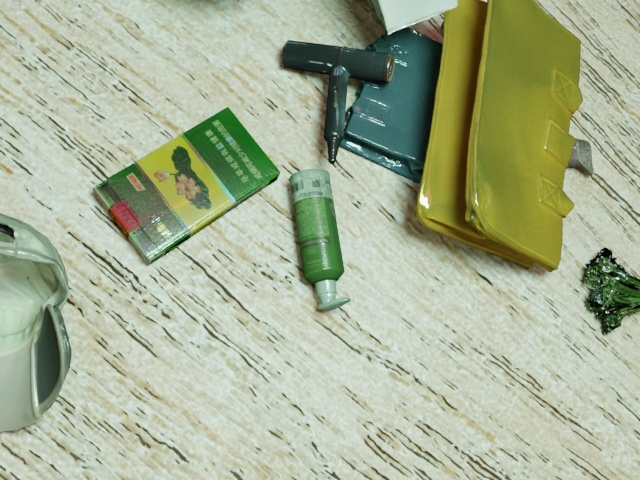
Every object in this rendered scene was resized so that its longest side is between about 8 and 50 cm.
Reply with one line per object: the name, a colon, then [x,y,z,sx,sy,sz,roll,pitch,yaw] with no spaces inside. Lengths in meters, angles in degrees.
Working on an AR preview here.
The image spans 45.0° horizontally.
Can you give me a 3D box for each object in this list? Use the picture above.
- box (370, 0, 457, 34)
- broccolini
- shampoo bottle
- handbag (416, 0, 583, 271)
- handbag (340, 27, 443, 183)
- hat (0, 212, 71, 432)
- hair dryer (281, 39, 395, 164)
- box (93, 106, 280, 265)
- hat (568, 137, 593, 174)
box: [0.097,-0.472,1.134,0.116,0.203,0.274,-19,118,5]
broccolini: [0.532,0.038,1.250,0.272,0.062,0.123,-27,96,-16]
shampoo bottle: [0.000,0.000,1.113,0.065,0.065,0.204,-4,73,-17]
handbag: [0.286,-0.169,1.178,0.283,0.133,0.400,20,71,-36]
handbag: [0.134,-0.225,1.227,0.179,0.062,0.229,25,67,-6]
hat: [-0.404,0.101,0.928,0.232,0.161,0.275,0,95,-4]
hair dryer: [0.005,-0.209,1.165,0.173,0.050,0.194,12,70,17]
box: [-0.188,-0.082,1.104,0.235,0.034,0.132,-37,85,-23]
hat: [0.427,-0.139,1.298,0.087,0.042,0.058,20,66,-45]
